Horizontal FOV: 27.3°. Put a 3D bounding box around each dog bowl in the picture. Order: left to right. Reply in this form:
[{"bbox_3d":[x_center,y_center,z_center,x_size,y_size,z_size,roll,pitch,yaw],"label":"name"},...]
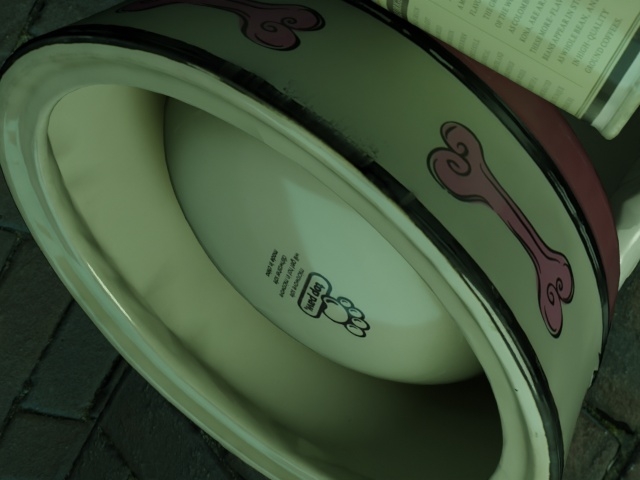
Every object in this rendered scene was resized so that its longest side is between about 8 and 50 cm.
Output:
[{"bbox_3d":[0.000,0.000,0.807,0.408,0.150,0.408,30,148,20],"label":"dog bowl"}]

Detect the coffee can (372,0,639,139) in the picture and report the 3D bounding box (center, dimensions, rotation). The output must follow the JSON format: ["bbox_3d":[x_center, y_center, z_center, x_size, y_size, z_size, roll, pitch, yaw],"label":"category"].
[{"bbox_3d":[0.069,-0.201,0.621,0.275,0.201,0.201,31,-169,6],"label":"coffee can"}]

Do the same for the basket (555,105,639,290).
[{"bbox_3d":[0.158,-0.164,0.971,0.328,0.331,0.266,33,-163,15],"label":"basket"}]
